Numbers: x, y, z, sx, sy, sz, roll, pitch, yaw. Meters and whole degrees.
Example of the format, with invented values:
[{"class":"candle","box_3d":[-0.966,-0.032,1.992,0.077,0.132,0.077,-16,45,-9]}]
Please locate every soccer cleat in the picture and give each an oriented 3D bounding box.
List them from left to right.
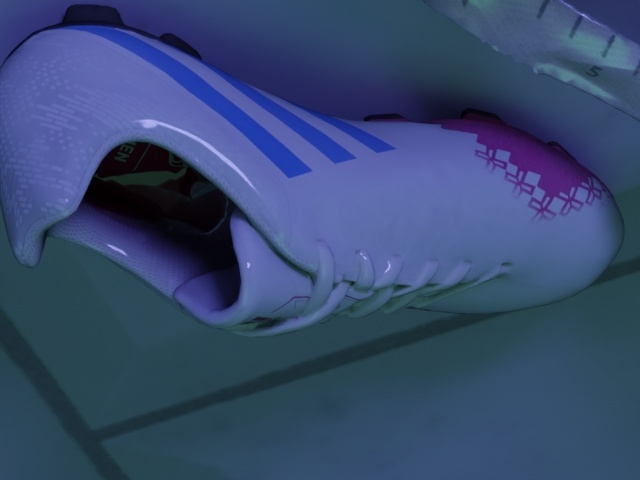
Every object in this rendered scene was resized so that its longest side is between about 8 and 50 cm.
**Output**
[{"class":"soccer cleat","box_3d":[0.000,0.000,0.887,0.331,0.143,0.116,14,131,-22]}]

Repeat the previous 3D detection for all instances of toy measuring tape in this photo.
[{"class":"toy measuring tape","box_3d":[0.188,-0.078,0.893,0.330,0.121,0.121,29,128,-4]}]
